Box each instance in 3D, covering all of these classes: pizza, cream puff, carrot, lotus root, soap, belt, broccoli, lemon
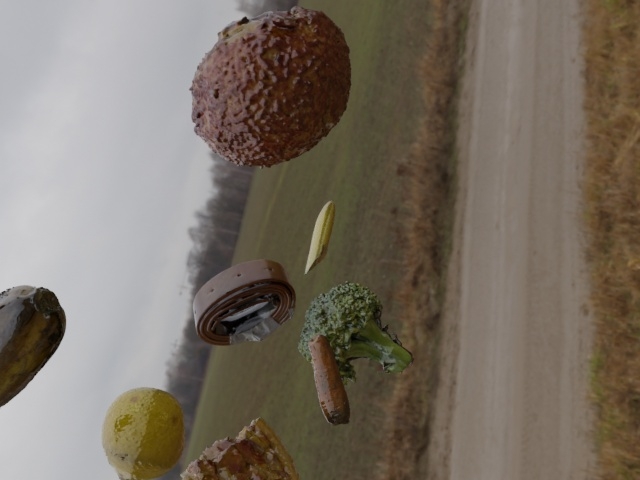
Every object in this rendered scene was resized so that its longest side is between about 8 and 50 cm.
[{"bbox_3d":[-0.149,0.497,1.443,0.409,0.278,0.114,-91,26,-63],"label":"pizza"},{"bbox_3d":[-0.086,-0.271,1.396,0.228,0.350,0.350,61,150,29],"label":"cream puff"},{"bbox_3d":[0.016,0.278,1.475,0.060,0.060,0.186,137,119,-78],"label":"carrot"},{"bbox_3d":[-0.754,0.269,1.726,0.397,0.196,0.179,-44,22,9],"label":"lotus root"},{"bbox_3d":[0.000,0.000,1.424,0.089,0.033,0.168,114,171,-62],"label":"soap"},{"bbox_3d":[-0.189,0.160,1.834,0.105,0.261,0.184,-114,-1,-53],"label":"belt"},{"bbox_3d":[0.066,0.229,1.675,0.242,0.273,0.180,-60,-18,13],"label":"broccoli"},{"bbox_3d":[-0.476,0.512,1.988,0.228,0.228,0.253,114,151,-59],"label":"lemon"}]
